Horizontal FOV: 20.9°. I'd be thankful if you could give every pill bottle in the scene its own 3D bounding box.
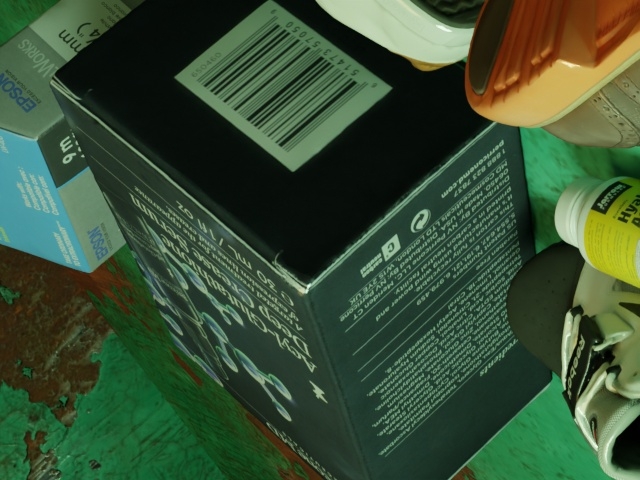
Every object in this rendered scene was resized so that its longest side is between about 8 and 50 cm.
[{"bbox_3d":[0.204,-0.004,1.104,0.116,0.065,0.065,26,152,53],"label":"pill bottle"}]

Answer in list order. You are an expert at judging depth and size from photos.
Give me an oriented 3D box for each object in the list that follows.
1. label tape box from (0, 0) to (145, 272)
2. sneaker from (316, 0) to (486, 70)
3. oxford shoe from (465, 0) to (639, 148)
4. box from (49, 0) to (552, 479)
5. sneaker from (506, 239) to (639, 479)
[{"bbox_3d":[-0.212,-0.089,1.524,0.106,0.333,0.241,42,163,23],"label":"label tape box"},{"bbox_3d":[-0.011,-0.215,1.118,0.290,0.106,0.123,47,161,4],"label":"sneaker"},{"bbox_3d":[0.208,-0.121,0.800,0.132,0.130,0.363,20,165,-20],"label":"oxford shoe"},{"bbox_3d":[0.000,0.000,1.391,0.293,0.212,0.395,38,161,31],"label":"box"},{"bbox_3d":[0.207,0.087,1.116,0.330,0.146,0.122,23,128,52],"label":"sneaker"}]
